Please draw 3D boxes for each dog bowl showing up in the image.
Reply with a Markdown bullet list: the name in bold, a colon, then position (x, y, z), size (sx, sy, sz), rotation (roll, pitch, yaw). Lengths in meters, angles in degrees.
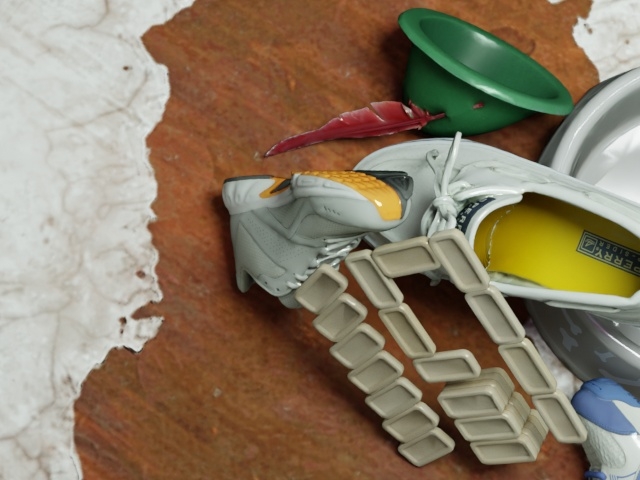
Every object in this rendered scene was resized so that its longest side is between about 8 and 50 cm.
- **dog bowl**: position (0.351, -0.012, 1.281), size (0.349, 0.102, 0.349), rotation (0, 79, 2)

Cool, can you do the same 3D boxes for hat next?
- **hat**: position (0.107, -0.102, 1.326), size (0.208, 0.173, 0.183), rotation (40, 117, 27)

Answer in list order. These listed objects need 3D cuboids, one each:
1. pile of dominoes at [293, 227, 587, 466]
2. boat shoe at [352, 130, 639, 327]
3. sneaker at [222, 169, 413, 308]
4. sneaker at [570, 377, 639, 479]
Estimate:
- **pile of dominoes**: position (0.102, 0.092, 1.198), size (0.251, 0.196, 0.040), rotation (56, 44, -24)
- **boat shoe**: position (0.139, -0.011, 1.181), size (0.367, 0.156, 0.136), rotation (23, 96, 37)
- **sneaker**: position (0.000, 0.000, 1.228), size (0.099, 0.262, 0.121), rotation (-1, 90, -27)
- **sneaker**: position (0.271, 0.269, 1.225), size (0.131, 0.112, 0.296), rotation (-23, 79, -3)
